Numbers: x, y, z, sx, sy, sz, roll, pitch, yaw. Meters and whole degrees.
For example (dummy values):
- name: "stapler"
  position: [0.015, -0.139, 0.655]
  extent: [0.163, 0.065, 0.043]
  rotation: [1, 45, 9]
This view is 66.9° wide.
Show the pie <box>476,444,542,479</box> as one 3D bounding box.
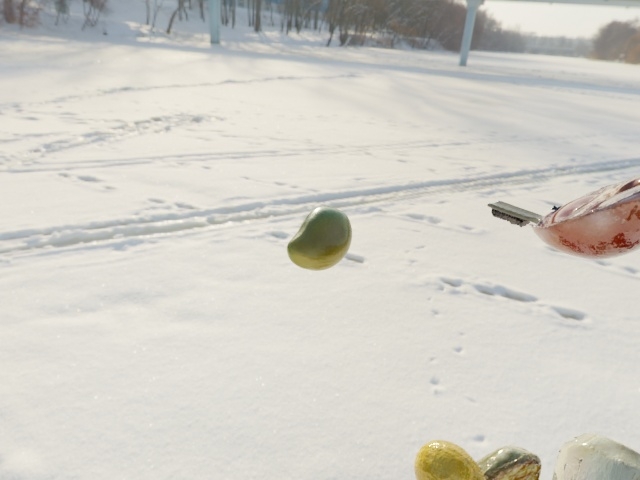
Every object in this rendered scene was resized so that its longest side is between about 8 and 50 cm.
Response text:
- name: "pie"
  position: [0.478, 0.692, 1.339]
  extent: [0.315, 0.315, 0.092]
  rotation: [-6, 26, -24]

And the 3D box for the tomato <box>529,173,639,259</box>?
- name: "tomato"
  position: [0.471, -0.025, 0.796]
  extent: [0.199, 0.112, 0.228]
  rotation: [-26, -3, -19]

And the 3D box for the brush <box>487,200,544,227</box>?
- name: "brush"
  position: [0.467, -0.040, 1.056]
  extent: [0.043, 0.036, 0.248]
  rotation: [-17, 25, -23]

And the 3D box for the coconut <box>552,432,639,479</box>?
- name: "coconut"
  position: [0.492, 0.436, 0.850]
  extent: [0.161, 0.161, 0.162]
  rotation: [21, 71, 34]

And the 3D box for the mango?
- name: "mango"
  position: [0.003, 0.001, 1.076]
  extent: [0.086, 0.122, 0.191]
  rotation: [-27, 23, 49]

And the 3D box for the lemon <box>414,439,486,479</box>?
- name: "lemon"
  position: [0.314, 0.570, 1.187]
  extent: [0.187, 0.142, 0.142]
  rotation: [7, 19, 41]
